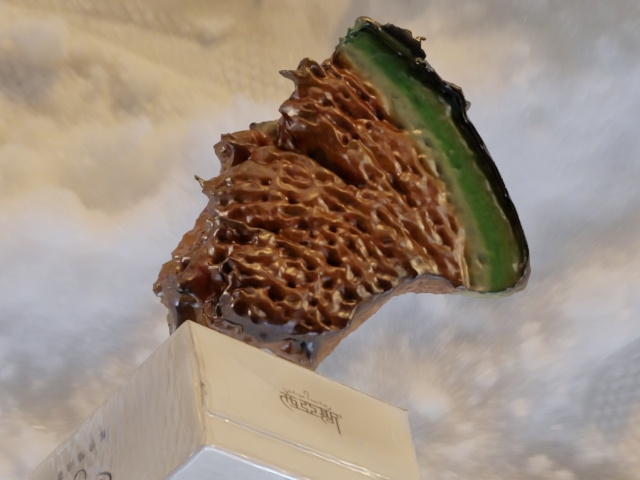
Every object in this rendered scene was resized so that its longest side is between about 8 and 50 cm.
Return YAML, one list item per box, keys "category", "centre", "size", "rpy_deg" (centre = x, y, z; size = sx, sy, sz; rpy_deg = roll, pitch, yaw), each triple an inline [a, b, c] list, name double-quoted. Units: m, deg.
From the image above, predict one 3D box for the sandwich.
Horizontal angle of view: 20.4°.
- category: "sandwich"
  centre: [0.000, 0.000, 1.392]
  size: [0.301, 0.162, 0.250]
  rpy_deg: [-33, 81, -23]

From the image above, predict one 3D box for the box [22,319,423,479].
- category: "box"
  centre: [-0.082, 0.192, 1.183]
  size: [0.260, 0.194, 0.111]
  rpy_deg: [-41, 40, 30]
